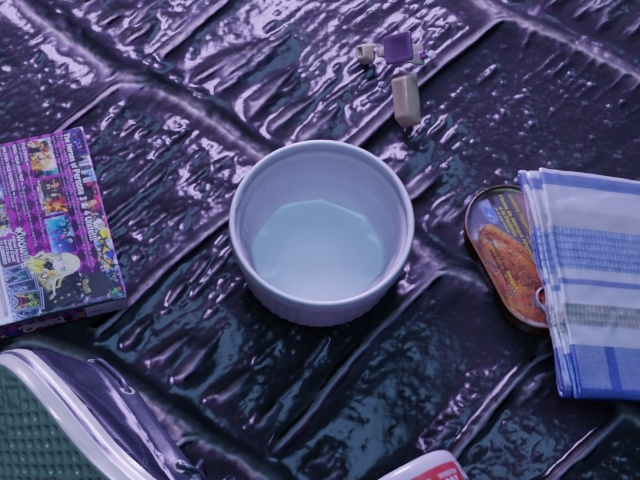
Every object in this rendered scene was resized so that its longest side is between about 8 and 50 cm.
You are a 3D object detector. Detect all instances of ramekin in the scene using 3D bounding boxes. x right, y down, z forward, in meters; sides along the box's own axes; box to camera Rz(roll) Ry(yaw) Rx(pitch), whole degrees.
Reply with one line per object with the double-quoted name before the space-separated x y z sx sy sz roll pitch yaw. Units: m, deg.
"ramekin" 0.000 0.000 1.475 0.207 0.109 0.207 1 65 -3

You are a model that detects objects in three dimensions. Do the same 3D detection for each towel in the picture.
"towel" 0.335 0.052 1.485 0.209 0.034 0.285 4 64 -25

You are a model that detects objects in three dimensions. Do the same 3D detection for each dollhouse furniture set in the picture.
"dollhouse furniture set" 0.106 -0.196 1.630 0.081 0.091 0.114 -1 85 -48

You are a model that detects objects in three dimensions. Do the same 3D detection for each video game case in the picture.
"video game case" -0.350 -0.005 1.492 0.210 0.042 0.232 -15 67 -10

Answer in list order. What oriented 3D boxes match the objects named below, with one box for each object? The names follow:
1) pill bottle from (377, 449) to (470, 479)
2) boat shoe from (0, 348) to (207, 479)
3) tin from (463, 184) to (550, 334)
"pill bottle" 0.138 0.366 1.280 0.161 0.161 0.283 -28 69 -16
"boat shoe" -0.159 0.291 1.276 0.500 0.186 0.156 45 28 26
"tin" 0.239 0.023 1.519 0.106 0.040 0.189 -22 68 -9
